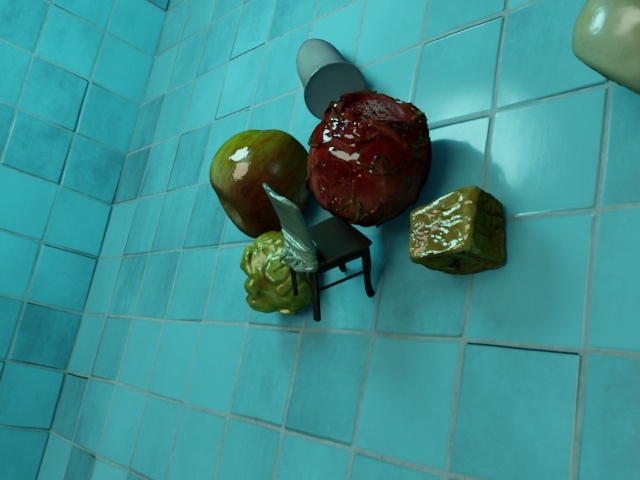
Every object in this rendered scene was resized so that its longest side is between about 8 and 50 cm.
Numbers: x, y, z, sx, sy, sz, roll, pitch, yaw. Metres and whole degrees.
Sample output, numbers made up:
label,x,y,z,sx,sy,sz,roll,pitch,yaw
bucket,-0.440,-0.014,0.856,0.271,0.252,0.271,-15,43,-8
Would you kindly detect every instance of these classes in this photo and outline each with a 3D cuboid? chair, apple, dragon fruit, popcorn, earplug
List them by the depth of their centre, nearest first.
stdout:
label,x,y,z,sx,sy,sz,roll,pitch,yaw
chair,0.000,0.000,1.416,0.160,0.186,0.319,42,149,50
dragon fruit,0.105,-0.182,1.421,0.295,0.295,0.302,45,116,50
popcorn,-0.107,0.089,1.655,0.200,0.225,0.203,-54,-17,-37
apple,-0.149,-0.167,1.735,0.301,0.301,0.302,-25,55,41
earplug,0.007,-0.483,1.799,0.172,0.172,0.301,-49,35,23

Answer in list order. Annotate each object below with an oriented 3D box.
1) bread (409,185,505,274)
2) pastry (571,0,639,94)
label,x,y,z,sx,sy,sz,roll,pitch,yaw
bread,0.274,-0.016,1.260,0.158,0.149,0.143,-17,62,38
pastry,0.523,-0.305,1.012,0.133,0.264,0.265,-63,37,24
